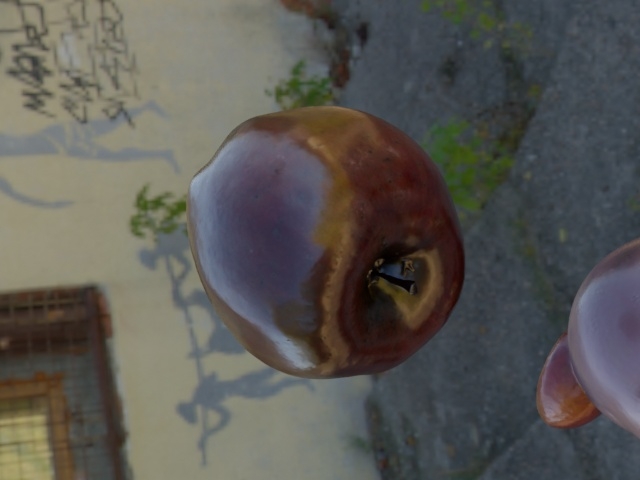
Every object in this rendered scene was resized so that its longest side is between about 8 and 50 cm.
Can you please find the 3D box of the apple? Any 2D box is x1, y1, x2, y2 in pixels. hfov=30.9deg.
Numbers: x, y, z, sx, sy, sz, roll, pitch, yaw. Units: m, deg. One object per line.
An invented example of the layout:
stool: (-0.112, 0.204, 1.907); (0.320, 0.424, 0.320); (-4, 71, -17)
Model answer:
apple: (0.000, -0.001, 0.934); (0.234, 0.233, 0.234); (176, 90, -71)

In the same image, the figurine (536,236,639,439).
figurine: (0.352, 0.094, 1.196); (0.211, 0.269, 0.261); (50, 171, -32)
